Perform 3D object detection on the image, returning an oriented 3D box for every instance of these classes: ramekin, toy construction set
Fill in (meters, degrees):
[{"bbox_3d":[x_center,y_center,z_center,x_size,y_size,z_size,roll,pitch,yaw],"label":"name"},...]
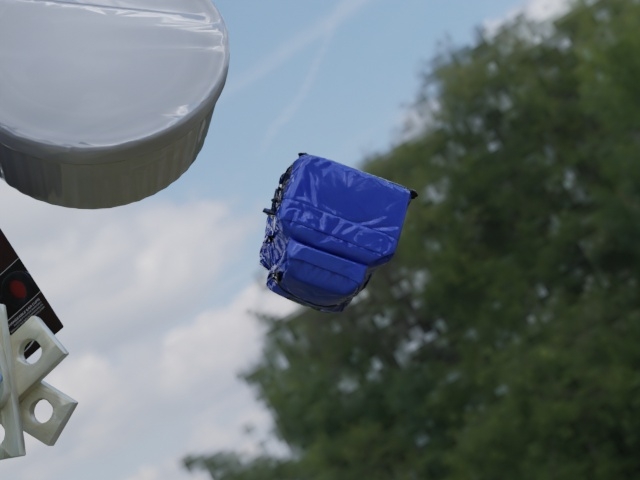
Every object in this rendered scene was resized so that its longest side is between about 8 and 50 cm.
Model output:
[{"bbox_3d":[-0.224,-0.150,1.834,0.273,0.273,0.127,-26,-32,-24],"label":"ramekin"},{"bbox_3d":[-0.260,0.027,1.144,0.215,0.151,0.327,11,-18,14],"label":"toy construction set"}]

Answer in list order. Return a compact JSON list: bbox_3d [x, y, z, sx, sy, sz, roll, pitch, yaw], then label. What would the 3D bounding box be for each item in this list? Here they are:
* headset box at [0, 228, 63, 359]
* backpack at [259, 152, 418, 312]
[{"bbox_3d":[-0.397,-0.019,1.764,0.110,0.293,0.218,-42,36,-20],"label":"headset box"},{"bbox_3d":[0.000,0.000,1.387,0.101,0.098,0.120,-66,5,-17],"label":"backpack"}]
